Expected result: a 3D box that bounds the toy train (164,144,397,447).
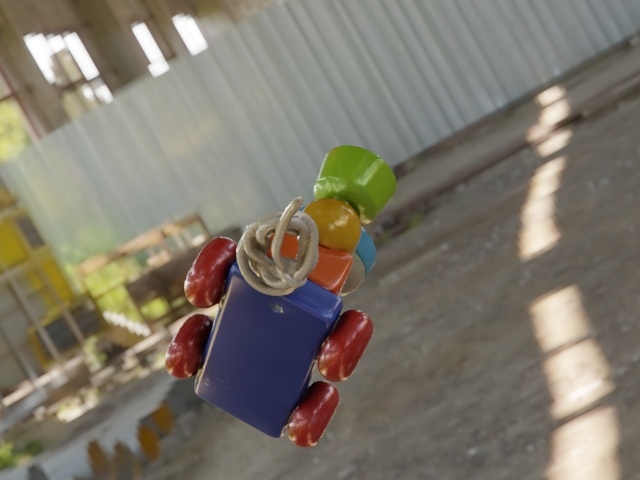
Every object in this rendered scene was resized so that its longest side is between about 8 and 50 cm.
[{"bbox_3d":[0.000,0.000,0.897,0.143,0.105,0.248,-58,-6,-34],"label":"toy train"}]
